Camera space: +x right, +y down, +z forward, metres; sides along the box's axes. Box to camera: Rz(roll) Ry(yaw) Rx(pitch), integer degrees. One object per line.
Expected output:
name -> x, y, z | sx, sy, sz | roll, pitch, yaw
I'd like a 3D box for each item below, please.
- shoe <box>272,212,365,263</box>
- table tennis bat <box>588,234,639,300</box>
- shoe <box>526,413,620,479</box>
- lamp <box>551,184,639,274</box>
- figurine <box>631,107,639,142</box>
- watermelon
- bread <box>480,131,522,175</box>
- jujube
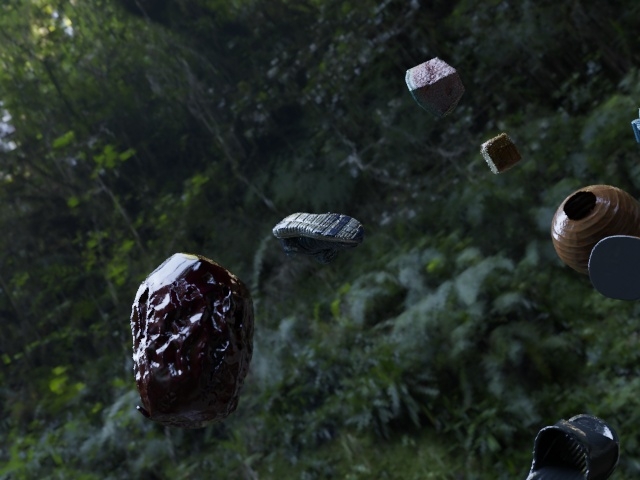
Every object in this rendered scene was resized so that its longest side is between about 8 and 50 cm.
shoe -> 0.000, 0.000, 1.339 | 0.064, 0.142, 0.071 | -48, -50, -47
table tennis bat -> 0.420, 0.038, 1.224 | 0.013, 0.087, 0.156 | 6, 1, -40
shoe -> 0.375, 0.334, 1.420 | 0.241, 0.108, 0.093 | -40, -53, -35
lamp -> 0.409, -0.014, 1.369 | 0.136, 0.136, 0.136 | -30, -22, -13
figurine -> 0.486, -0.163, 1.305 | 0.068, 0.075, 0.140 | -13, 16, 37
watermelon -> 0.167, -0.230, 1.381 | 0.092, 0.084, 0.072 | -7, -50, -47
bread -> 0.418, -0.201, 2.156 | 0.070, 0.083, 0.077 | -33, -8, 0
jujube -> -0.262, 0.204, 1.912 | 0.258, 0.377, 0.258 | -3, -30, -2
